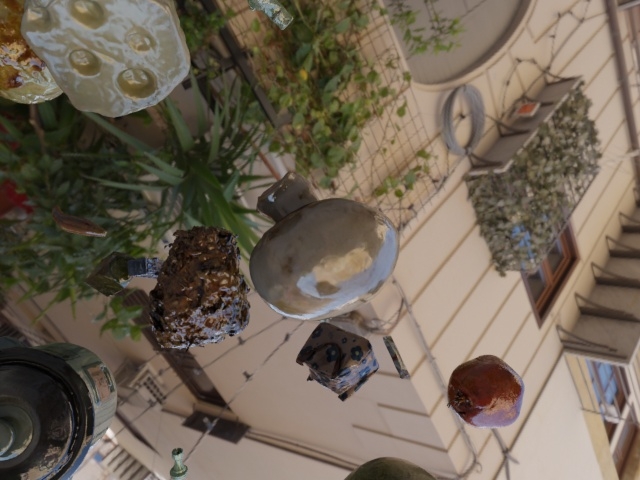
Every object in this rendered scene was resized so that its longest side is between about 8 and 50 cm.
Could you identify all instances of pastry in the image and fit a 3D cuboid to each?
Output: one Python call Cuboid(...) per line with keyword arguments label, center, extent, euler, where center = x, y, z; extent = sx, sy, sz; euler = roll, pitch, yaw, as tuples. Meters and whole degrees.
Cuboid(label="pastry", center=(-0.224, 0.100, 0.983), extent=(0.193, 0.274, 0.274), euler=(17, -151, -3))
Cuboid(label="pastry", center=(-0.845, -0.579, 1.368), extent=(0.389, 0.388, 0.313), euler=(-11, 178, 33))

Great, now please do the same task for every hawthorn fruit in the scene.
Cuboid(label="hawthorn fruit", center=(0.461, 0.446, 1.444), extent=(0.299, 0.211, 0.211), euler=(3, -176, -36))

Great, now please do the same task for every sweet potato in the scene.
Cuboid(label="sweet potato", center=(-0.867, -0.063, 1.734), extent=(0.256, 0.058, 0.078), euler=(21, -139, 19))

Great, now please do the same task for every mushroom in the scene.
Cuboid(label="mushroom", center=(0.000, 0.000, 0.969), extent=(0.298, 0.297, 0.289), euler=(-25, -113, 7))

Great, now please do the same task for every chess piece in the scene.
Cuboid(label="chess piece", center=(-0.523, 0.818, 1.819), extent=(0.067, 0.103, 0.067), euler=(0, -165, 0))

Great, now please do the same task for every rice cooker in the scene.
Cuboid(label="rice cooker", center=(-0.535, 0.322, 0.925), extent=(0.264, 0.316, 0.316), euler=(-20, -157, -8))

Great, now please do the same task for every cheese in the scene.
Cuboid(label="cheese", center=(-0.432, -0.399, 1.004), extent=(0.326, 0.318, 0.115), euler=(-41, -133, 31))

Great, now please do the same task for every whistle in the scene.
Cuboid(label="whistle", center=(-0.174, -0.633, 1.228), extent=(0.126, 0.258, 0.067), euler=(-38, -150, 27))

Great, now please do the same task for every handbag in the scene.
Cuboid(label="handbag", center=(0.053, 0.427, 1.741), extent=(0.252, 0.190, 0.193), euler=(14, -136, 43))

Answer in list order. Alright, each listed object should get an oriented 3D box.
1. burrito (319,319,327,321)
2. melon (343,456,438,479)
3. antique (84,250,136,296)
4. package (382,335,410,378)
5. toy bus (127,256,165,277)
Cuboid(label="burrito", center=(0.049, 0.098, 1.467), extent=(0.096, 0.066, 0.309), euler=(26, -97, 25))
Cuboid(label="melon", center=(0.113, 0.480, 0.743), extent=(0.249, 0.248, 0.329), euler=(-24, -166, 8))
Cuboid(label="antique", center=(-0.549, 0.086, 1.313), extent=(0.221, 0.080, 0.081), euler=(-21, -144, 53))
Cuboid(label="package", center=(0.180, 0.278, 1.184), extent=(0.015, 0.037, 0.110), euler=(-44, -124, 32))
Cuboid(label="toy bus", center=(-0.416, 0.072, 1.239), extent=(0.065, 0.047, 0.166), euler=(-9, 171, 7))
